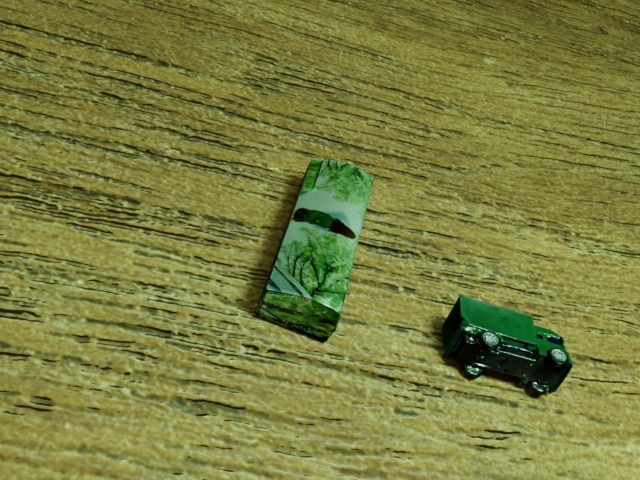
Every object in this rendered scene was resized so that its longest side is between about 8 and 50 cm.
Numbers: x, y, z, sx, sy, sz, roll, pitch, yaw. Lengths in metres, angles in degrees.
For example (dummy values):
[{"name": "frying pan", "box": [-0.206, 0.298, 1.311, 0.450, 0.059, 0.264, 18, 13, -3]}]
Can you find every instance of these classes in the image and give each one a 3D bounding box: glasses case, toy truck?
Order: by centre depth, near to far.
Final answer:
[{"name": "toy truck", "box": [0.227, 0.131, 1.098, 0.147, 0.065, 0.079, 17, 37, -7]}, {"name": "glasses case", "box": [0.000, 0.000, 1.129, 0.095, 0.062, 0.272, 21, 40, -5]}]
